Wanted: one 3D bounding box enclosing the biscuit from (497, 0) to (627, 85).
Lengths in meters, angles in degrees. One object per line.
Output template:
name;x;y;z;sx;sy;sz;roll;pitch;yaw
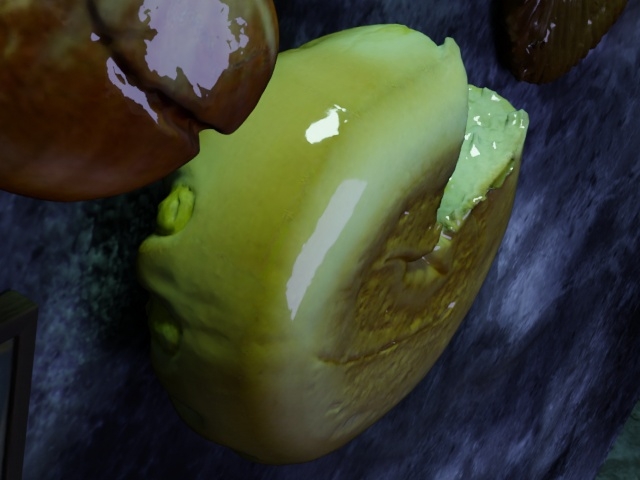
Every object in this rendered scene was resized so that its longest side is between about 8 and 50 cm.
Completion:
biscuit;0.251;-0.286;1.385;0.318;0.040;0.318;-47;153;-33

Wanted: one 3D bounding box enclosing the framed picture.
framed picture;-0.217;0.124;0.879;0.128;0.023;0.168;-33;143;-49

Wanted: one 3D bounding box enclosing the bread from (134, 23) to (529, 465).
bread;0.000;0.000;1.024;0.333;0.160;0.333;-43;149;-34

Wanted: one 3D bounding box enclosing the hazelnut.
hazelnut;-0.108;-0.110;0.683;0.182;0.182;0.182;-46;152;-34
